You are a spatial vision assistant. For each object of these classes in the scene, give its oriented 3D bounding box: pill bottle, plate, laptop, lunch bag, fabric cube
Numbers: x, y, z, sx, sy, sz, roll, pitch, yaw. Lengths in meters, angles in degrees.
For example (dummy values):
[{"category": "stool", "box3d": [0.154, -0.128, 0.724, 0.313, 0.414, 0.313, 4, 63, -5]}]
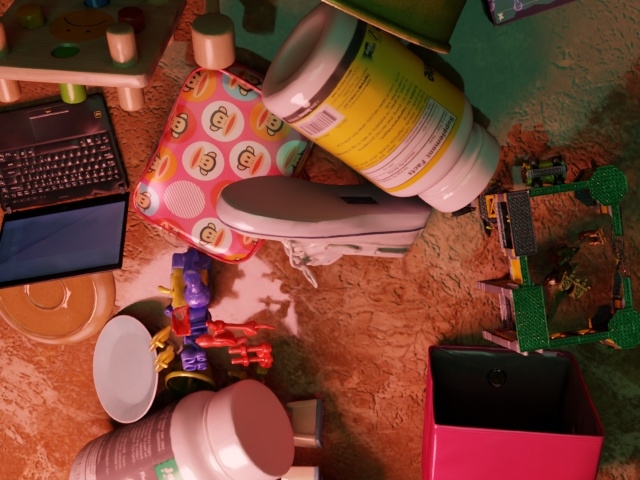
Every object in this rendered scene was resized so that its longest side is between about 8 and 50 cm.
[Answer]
[{"category": "pill bottle", "box3d": [0.096, -0.183, 1.254, 0.334, 0.188, 0.188, 32, 111, -25]}, {"category": "plate", "box3d": [-0.336, 0.224, 1.513, 0.188, 0.024, 0.188, -2, 86, 41]}, {"category": "laptop", "box3d": [-0.446, -0.080, 1.401, 0.235, 0.136, 0.264, -9, 109, 9]}, {"category": "lunch bag", "box3d": [-0.131, -0.116, 1.363, 0.258, 0.120, 0.293, 29, 110, -6]}, {"category": "pill bottle", "box3d": [-0.238, 0.381, 1.487, 0.361, 0.204, 0.204, -28, 105, 24]}, {"category": "fabric cube", "box3d": [0.298, 0.348, 1.417, 0.254, 0.259, 0.258, 2, 112, 4]}]

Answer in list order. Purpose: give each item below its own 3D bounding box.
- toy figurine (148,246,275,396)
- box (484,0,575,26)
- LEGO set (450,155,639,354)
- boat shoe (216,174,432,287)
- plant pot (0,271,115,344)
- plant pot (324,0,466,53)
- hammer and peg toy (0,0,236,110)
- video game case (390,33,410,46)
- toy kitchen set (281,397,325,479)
[{"category": "toy figurine", "box3d": [-0.186, 0.115, 1.454, 0.191, 0.217, 0.362, -4, 154, -7]}, {"category": "box", "box3d": [0.343, -0.431, 1.210, 0.261, 0.103, 0.184, -17, 110, 12]}, {"category": "LEGO set", "box3d": [0.356, 0.032, 1.361, 0.255, 0.192, 0.331, -17, 94, -8]}, {"category": "boat shoe", "box3d": [-0.003, -0.005, 1.323, 0.367, 0.136, 0.156, -2, 125, -37]}, {"category": "plant pot", "box3d": [-0.481, 0.085, 1.521, 0.237, 0.032, 0.236, 2, 111, 5]}, {"category": "plant pot", "box3d": [0.078, -0.473, 1.061, 0.367, 0.366, 0.352, 25, 108, -4]}, {"category": "hammer and peg toy", "box3d": [-0.289, -0.302, 1.253, 0.362, 0.265, 0.127, 4, 133, 4]}, {"category": "video game case", "box3d": [0.104, -0.397, 1.287, 0.173, 0.022, 0.190, -42, 101, 18]}, {"category": "toy kitchen set", "box3d": [0.007, 0.404, 1.572, 0.122, 0.166, 0.207, -1, 146, 7]}]
